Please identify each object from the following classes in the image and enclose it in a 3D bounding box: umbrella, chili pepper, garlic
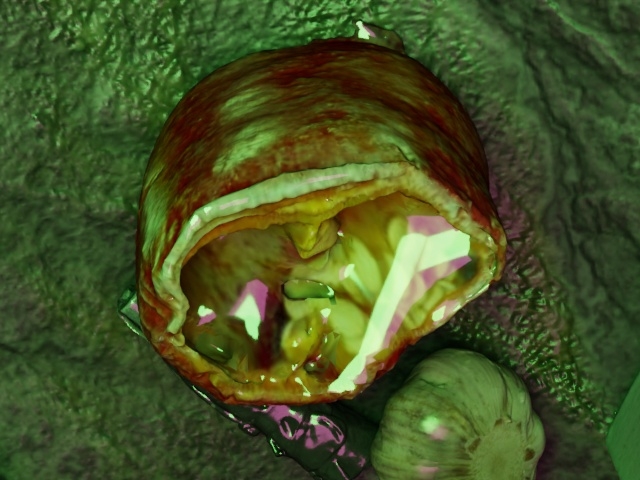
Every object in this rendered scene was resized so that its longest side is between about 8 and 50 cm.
[{"bbox_3d":[-0.055,0.107,1.428,0.235,0.059,0.066,39,80,-12],"label":"umbrella"},{"bbox_3d":[0.000,0.000,1.265,0.251,0.305,0.229,-2,111,-4],"label":"chili pepper"},{"bbox_3d":[0.100,0.155,1.420,0.147,0.102,0.159,-53,130,-16],"label":"garlic"}]

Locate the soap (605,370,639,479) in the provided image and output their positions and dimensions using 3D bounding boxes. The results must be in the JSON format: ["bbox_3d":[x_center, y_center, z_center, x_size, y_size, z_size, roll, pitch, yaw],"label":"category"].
[{"bbox_3d":[0.330,0.095,1.319,0.107,0.285,0.296,23,105,-10],"label":"soap"}]
